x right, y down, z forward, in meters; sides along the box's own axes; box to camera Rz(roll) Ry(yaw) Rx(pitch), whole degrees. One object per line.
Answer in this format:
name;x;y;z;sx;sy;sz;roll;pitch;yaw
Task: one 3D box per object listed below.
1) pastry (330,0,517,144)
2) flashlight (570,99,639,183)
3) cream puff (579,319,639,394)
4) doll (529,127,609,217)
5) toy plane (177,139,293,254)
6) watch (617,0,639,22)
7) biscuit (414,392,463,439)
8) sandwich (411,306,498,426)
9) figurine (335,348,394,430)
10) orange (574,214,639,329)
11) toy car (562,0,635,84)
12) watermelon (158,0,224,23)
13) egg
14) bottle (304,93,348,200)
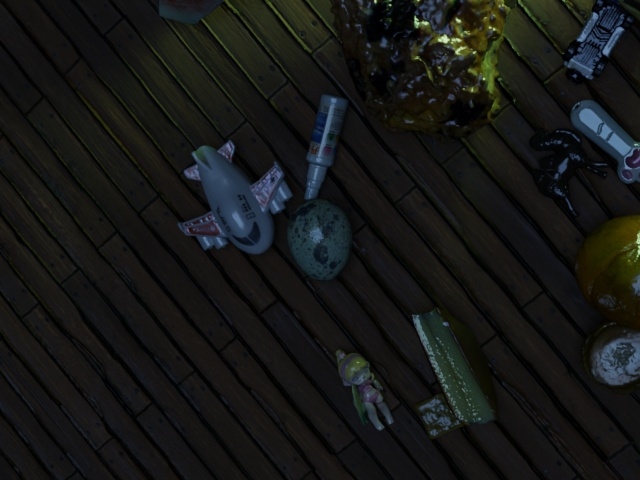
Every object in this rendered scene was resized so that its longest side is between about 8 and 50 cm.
pastry;0.188;-0.395;1.786;0.338;0.292;0.404;13;94;11
flashlight;0.560;-0.191;1.856;0.200;0.047;0.093;43;102;4
cream puff;0.582;0.218;1.865;0.165;0.115;0.150;-1;89;21
doll;0.466;-0.142;1.880;0.165;0.057;0.139;37;104;14
toy plane;-0.180;-0.083;1.992;0.252;0.118;0.252;2;100;12
watch;0.644;-0.546;1.646;0.327;0.335;0.314;-34;89;4
biscuit;0.244;0.359;2.002;0.081;0.018;0.083;-25;91;13
sandwich;0.271;0.245;1.946;0.094;0.096;0.258;-24;93;20
figurine;0.087;0.306;2.012;0.083;0.083;0.187;-29;102;14
orange;0.589;0.052;1.789;0.240;0.240;0.171;-3;138;12
toy car;0.518;-0.375;1.831;0.080;0.070;0.170;31;100;7
watermelon;-0.236;-0.585;1.902;0.193;0.232;0.310;33;85;-28
egg;0.000;0.000;1.954;0.132;0.132;0.172;-4;103;12
bottle;0.005;-0.185;1.968;0.060;0.060;0.217;15;99;10
